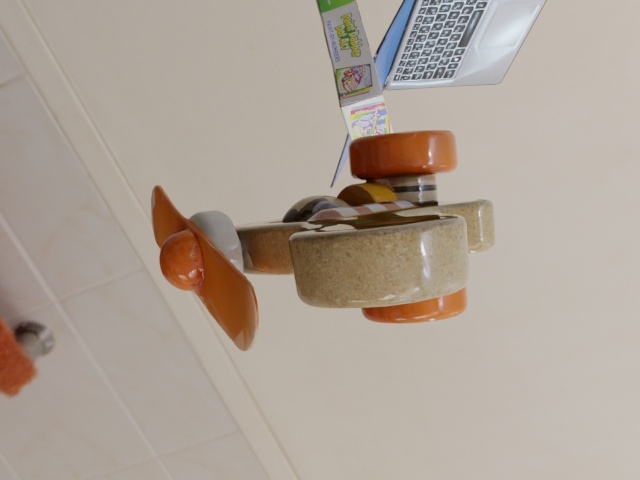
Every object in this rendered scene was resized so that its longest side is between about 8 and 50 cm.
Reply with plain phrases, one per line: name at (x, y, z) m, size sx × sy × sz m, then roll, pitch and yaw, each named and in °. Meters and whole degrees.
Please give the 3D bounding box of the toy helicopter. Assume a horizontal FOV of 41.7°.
toy helicopter at (0.000, 0.000, 0.523) m, size 0.235 × 0.140 × 0.355 m, roll -4°, pitch -177°, yaw -4°

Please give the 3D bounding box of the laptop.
laptop at (0.222, -0.301, 1.458) m, size 0.408 × 0.236 × 0.382 m, roll -5°, pitch 154°, yaw -14°

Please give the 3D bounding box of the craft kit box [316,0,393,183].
craft kit box at (0.061, -0.161, 1.080) m, size 0.061 × 0.250 × 0.246 m, roll -14°, pitch -132°, yaw 8°
